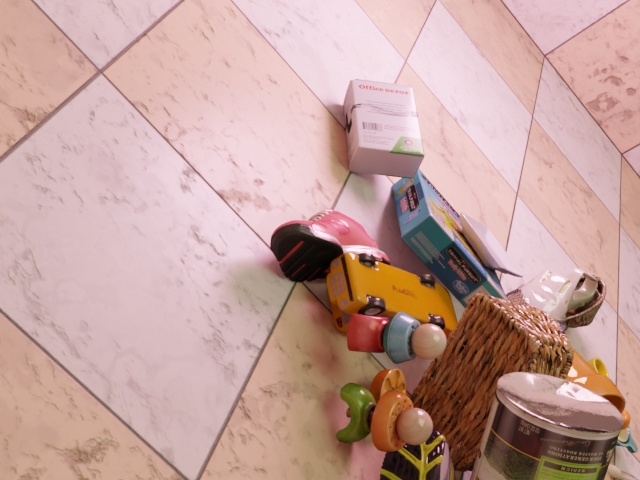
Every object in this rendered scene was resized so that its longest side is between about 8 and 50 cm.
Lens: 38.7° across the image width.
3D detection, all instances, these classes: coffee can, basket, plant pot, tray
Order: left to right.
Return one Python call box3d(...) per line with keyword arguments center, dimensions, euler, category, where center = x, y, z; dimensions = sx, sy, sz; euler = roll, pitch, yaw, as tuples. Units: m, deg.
box3d(center=(0.364, 0.019, 1.970), dimensions=(0.145, 0.030, 0.270), euler=(58, 15, 18), category="tray")
box3d(center=(0.340, 0.277, 1.675), dimensions=(0.223, 0.299, 0.213), euler=(18, 18, -44), category="basket")
box3d(center=(0.344, 0.377, 1.455), dimensions=(0.202, 0.275, 0.201), euler=(11, 15, -3), category="coffee can")
box3d(center=(0.540, 0.330, 2.035), dimensions=(0.205, 0.205, 0.188), euler=(23, 32, -41), category="plant pot")

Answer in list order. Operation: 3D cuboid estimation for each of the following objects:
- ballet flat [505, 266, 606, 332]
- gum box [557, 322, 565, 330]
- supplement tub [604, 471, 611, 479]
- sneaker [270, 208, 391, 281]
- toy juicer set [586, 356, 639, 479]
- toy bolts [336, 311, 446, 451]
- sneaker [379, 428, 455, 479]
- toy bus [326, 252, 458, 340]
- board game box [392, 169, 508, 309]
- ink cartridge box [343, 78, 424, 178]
box3d(center=(0.570, 0.143, 2.215), dimensions=(0.164, 0.182, 0.483), euler=(44, 28, 26), category="ballet flat")
box3d(center=(0.425, 0.217, 1.991), dimensions=(0.185, 0.041, 0.157), euler=(21, 48, 9), category="gum box")
box3d(center=(0.456, 0.534, 1.716), dimensions=(0.228, 0.228, 0.316), euler=(7, 58, -49), category="supplement tub")
box3d(center=(0.000, 0.000, 1.700), dimensions=(0.314, 0.116, 0.136), euler=(18, 40, -53), category="sneaker")
box3d(center=(0.697, 0.446, 2.218), dimensions=(0.209, 0.089, 0.328), euler=(3, 61, -51), category="toy juicer set")
box3d(center=(0.146, 0.235, 1.553), dimensions=(0.218, 0.159, 0.228), euler=(1, 93, -58), category="toy bolts")
box3d(center=(0.150, 0.483, 1.453), dimensions=(0.147, 0.145, 0.384), euler=(62, 38, -27), category="sneaker")
box3d(center=(0.132, 0.123, 1.723), dimensions=(0.333, 0.130, 0.108), euler=(19, 50, -43), category="toy bus")
box3d(center=(0.270, 0.000, 1.947), dimensions=(0.254, 0.079, 0.336), euler=(47, 15, -15), category="board game box")
box3d(center=(0.136, -0.248, 2.015), dimensions=(0.153, 0.086, 0.208), euler=(6, 53, -12), category="ink cartridge box")
